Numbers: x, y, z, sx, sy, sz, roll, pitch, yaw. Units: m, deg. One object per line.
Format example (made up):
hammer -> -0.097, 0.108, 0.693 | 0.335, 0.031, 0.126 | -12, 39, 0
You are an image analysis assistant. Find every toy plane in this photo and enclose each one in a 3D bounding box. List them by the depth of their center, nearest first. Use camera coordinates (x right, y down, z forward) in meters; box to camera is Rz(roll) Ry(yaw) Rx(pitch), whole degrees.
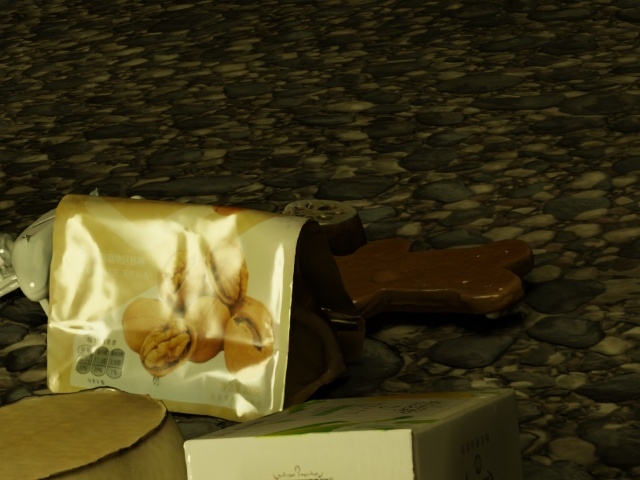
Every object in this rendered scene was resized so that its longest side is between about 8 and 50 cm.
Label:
toy plane -> -0.316, 0.020, 2.236 | 0.252, 0.118, 0.252 | -25, 14, 7

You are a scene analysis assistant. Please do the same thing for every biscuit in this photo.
biscuit -> 0.075, 0.052, 2.086 | 0.339, 0.047, 0.216 | -4, 17, 16

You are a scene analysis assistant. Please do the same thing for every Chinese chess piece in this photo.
Chinese chess piece -> -0.238, 0.213, 1.572 | 0.257, 0.104, 0.257 | -11, 12, 2

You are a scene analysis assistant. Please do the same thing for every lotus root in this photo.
lotus root -> 0.003, 0.000, 2.238 | 0.112, 0.081, 0.122 | 0, 18, -1

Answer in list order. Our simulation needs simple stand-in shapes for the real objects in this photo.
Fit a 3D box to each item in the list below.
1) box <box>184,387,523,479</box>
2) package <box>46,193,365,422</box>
box -> 0.035, 0.189, 1.472 | 0.194, 0.111, 0.260 | -5, -1, 22
package -> -0.119, 0.070, 1.932 | 0.311, 0.221, 0.165 | 4, 1, 30
